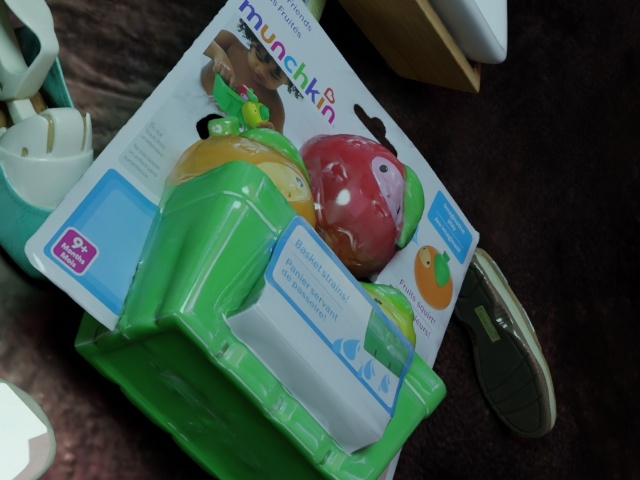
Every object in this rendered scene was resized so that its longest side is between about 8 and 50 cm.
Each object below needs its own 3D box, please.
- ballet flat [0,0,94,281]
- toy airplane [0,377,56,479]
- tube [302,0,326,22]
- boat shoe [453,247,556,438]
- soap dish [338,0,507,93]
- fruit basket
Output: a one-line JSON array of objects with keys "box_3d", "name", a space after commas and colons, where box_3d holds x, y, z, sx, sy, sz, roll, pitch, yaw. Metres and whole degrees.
[{"box_3d": [-0.197, -0.091, 0.623, 0.083, 0.087, 0.247, -20, 90, -44], "name": "ballet flat"}, {"box_3d": [-0.336, 0.178, 0.331, 0.386, 0.272, 0.384, 13, 49, 1], "name": "toy airplane"}, {"box_3d": [-0.012, -0.259, 0.868, 0.062, 0.070, 0.240, 13, 57, 5], "name": "tube"}, {"box_3d": [0.183, 0.093, 0.915, 0.072, 0.068, 0.190, -22, 90, -55], "name": "boat shoe"}, {"box_3d": [0.074, -0.293, 0.853, 0.291, 0.118, 0.229, 38, 51, -56], "name": "soap dish"}, {"box_3d": [0.000, 0.000, 0.701, 0.327, 0.165, 0.353, 50, 50, -23], "name": "fruit basket"}]
